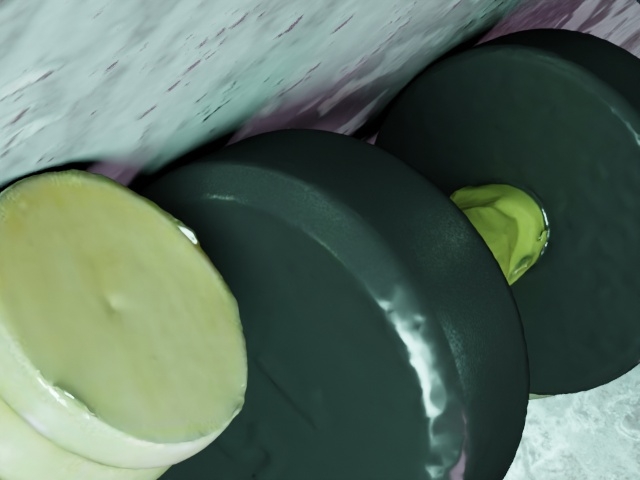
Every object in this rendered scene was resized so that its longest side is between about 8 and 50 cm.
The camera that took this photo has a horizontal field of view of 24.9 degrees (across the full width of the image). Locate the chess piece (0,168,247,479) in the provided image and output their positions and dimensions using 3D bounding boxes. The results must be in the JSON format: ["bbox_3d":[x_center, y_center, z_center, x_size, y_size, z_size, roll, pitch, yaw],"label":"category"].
[{"bbox_3d":[-0.197,0.127,0.603,0.397,0.117,0.117,-39,173,31],"label":"chess piece"}]

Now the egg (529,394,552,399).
[{"bbox_3d":[0.154,0.008,1.079,0.269,0.219,0.219,-38,176,-47],"label":"egg"}]

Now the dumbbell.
[{"bbox_3d":[0.056,0.019,0.733,0.204,0.204,0.322,-42,171,38],"label":"dumbbell"}]

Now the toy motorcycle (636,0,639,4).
[{"bbox_3d":[0.251,-0.201,0.759,0.118,0.084,0.212,-17,156,-47],"label":"toy motorcycle"}]
